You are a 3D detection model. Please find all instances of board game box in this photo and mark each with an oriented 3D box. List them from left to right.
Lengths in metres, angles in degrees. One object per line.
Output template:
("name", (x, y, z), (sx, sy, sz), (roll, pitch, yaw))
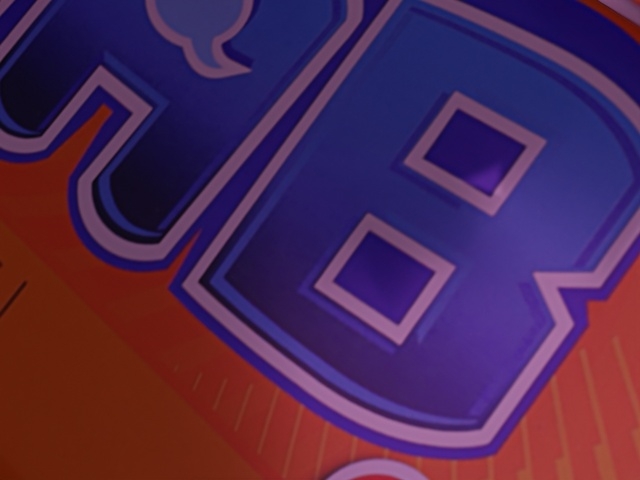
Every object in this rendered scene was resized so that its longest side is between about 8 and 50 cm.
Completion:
("board game box", (0.083, -0.033, 0.595), (0.356, 0.356, 0.356), (-50, 54, -1))
